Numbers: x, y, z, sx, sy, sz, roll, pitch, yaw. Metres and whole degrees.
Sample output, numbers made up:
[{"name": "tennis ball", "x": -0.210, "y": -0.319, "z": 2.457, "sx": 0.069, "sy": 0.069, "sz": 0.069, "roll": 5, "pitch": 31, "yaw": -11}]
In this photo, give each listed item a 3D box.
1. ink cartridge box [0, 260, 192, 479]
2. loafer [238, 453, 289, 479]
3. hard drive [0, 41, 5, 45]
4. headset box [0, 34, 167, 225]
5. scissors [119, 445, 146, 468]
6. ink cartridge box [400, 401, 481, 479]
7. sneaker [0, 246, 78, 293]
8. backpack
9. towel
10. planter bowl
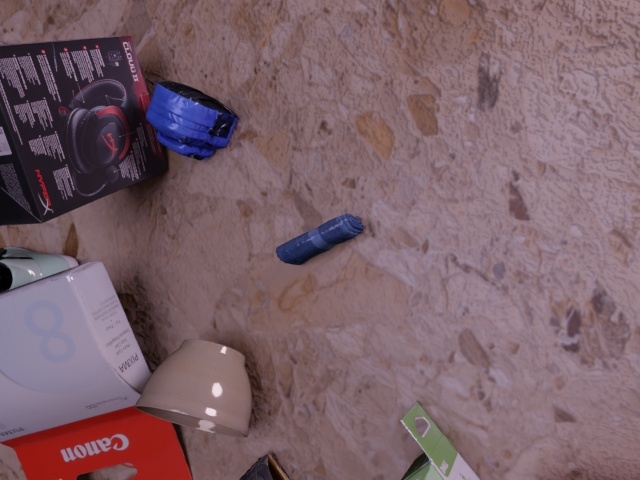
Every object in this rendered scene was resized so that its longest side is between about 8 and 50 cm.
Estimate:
[{"name": "ink cartridge box", "x": -0.409, "y": 0.257, "z": 0.845, "sx": 0.307, "sy": 0.091, "sz": 0.385, "roll": -18, "pitch": 97, "yaw": 14}, {"name": "loafer", "x": -0.041, "y": 0.377, "z": 0.771, "sx": 0.170, "sy": 0.062, "sz": 0.061, "roll": 38, "pitch": 97, "yaw": 18}, {"name": "hard drive", "x": -0.570, "y": -0.222, "z": 1.029, "sx": 0.307, "sy": 0.040, "sz": 0.203, "roll": 36, "pitch": 101, "yaw": 19}, {"name": "headset box", "x": -0.358, "y": -0.172, "z": 0.799, "sx": 0.110, "sy": 0.293, "sz": 0.218, "roll": -2, "pitch": 112, "yaw": 25}, {"name": "scissors", "x": -0.406, "y": 0.285, "z": 0.945, "sx": 0.296, "sy": 0.021, "sz": 0.109, "roll": 20, "pitch": 97, "yaw": 20}, {"name": "ink cartridge box", "x": 0.154, "y": 0.308, "z": 0.665, "sx": 0.062, "sy": 0.109, "sz": 0.209, "roll": -43, "pitch": 73, "yaw": 14}, {"name": "sneaker", "x": -0.569, "y": 0.056, "z": 0.955, "sx": 0.255, "sy": 0.151, "sz": 0.094, "roll": -4, "pitch": 88, "yaw": 24}, {"name": "backpack", "x": -0.198, "y": -0.179, "z": 0.828, "sx": 0.097, "sy": 0.120, "sz": 0.101, "roll": 25, "pitch": 97, "yaw": 21}, {"name": "towel", "x": 0.000, "y": 0.000, "z": 0.766, "sx": 0.119, "sy": 0.067, "sz": 0.029, "roll": -25, "pitch": 77, "yaw": 19}, {"name": "planter bowl", "x": -0.168, "y": 0.208, "z": 0.792, "sx": 0.161, "sy": 0.162, "sz": 0.109, "roll": 3, "pitch": 61, "yaw": 23}]
